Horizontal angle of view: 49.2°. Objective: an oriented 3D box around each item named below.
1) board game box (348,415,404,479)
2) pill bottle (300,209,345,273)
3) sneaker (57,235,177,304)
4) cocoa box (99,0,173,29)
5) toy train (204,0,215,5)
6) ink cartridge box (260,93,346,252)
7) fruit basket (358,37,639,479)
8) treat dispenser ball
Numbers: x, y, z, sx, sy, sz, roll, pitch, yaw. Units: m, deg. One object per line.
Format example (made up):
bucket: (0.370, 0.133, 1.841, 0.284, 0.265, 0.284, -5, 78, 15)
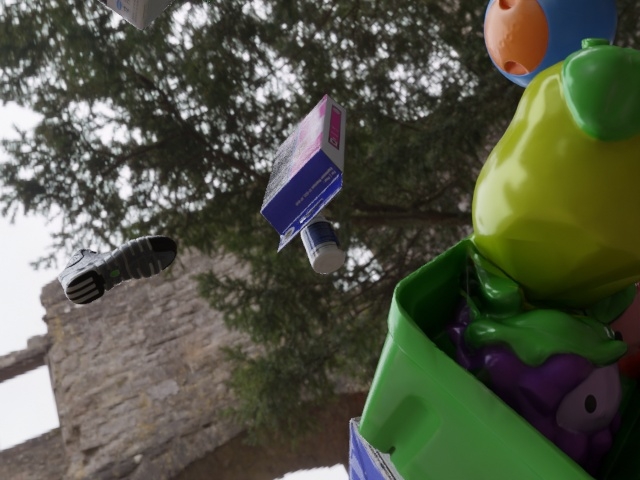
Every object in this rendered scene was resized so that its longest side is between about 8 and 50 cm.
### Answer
board game box: (0.203, 0.288, 0.751, 0.290, 0.232, 0.141, -6, -68, -18)
pill bottle: (0.000, 0.000, 1.363, 0.067, 0.120, 0.067, -13, -39, -11)
sneaker: (-0.405, 0.033, 1.363, 0.228, 0.132, 0.086, -25, -58, -29)
cocoa box: (-0.232, -0.525, 0.978, 0.347, 0.227, 0.231, -57, 3, -29)
toy train: (-0.192, -0.413, 1.142, 0.017, 0.083, 0.023, -32, -29, 10)
ink cartridge box: (-0.029, -0.141, 1.346, 0.069, 0.371, 0.176, 36, -64, -20)
fruit basket: (0.228, 0.040, 0.604, 0.392, 0.283, 0.392, -42, -18, -17)
treat dispenser ball: (0.517, -0.487, 1.582, 0.288, 0.288, 0.288, -16, -44, -16)
